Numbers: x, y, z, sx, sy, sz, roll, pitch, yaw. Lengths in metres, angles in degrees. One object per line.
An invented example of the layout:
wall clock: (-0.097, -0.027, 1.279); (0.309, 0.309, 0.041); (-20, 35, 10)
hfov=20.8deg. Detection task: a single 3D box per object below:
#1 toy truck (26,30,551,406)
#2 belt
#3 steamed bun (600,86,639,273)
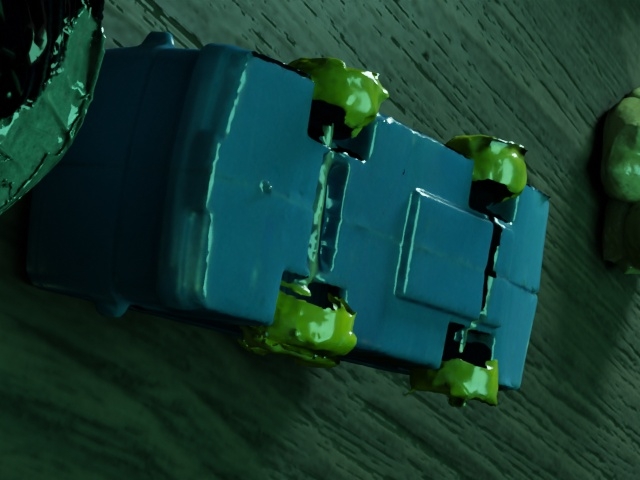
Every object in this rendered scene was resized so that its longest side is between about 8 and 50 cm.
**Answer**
toy truck: (0.000, 0.000, 0.993); (0.385, 0.162, 0.161); (18, 79, -58)
belt: (-0.166, -0.098, 0.739); (0.151, 0.078, 0.198); (-23, 125, -41)
steamed bun: (0.328, -0.053, 1.609); (0.192, 0.106, 0.177); (0, 93, -59)
